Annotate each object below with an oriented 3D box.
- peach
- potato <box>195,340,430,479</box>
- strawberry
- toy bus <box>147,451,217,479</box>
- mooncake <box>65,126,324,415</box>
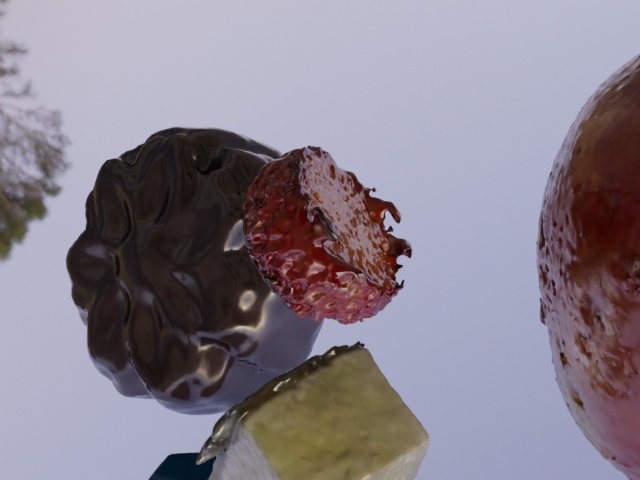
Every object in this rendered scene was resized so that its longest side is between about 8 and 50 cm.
[{"bbox_3d":[0.324,0.022,0.786,0.353,0.416,0.339,35,-116,17],"label":"peach"},{"bbox_3d":[-0.006,0.101,0.443,0.086,0.122,0.061,-29,-117,-29],"label":"potato"},{"bbox_3d":[0.000,0.000,0.806,0.086,0.145,0.145,-41,-155,21],"label":"strawberry"},{"bbox_3d":[-0.063,0.237,0.930,0.185,0.106,0.090,-10,-154,31],"label":"toy bus"},{"bbox_3d":[-0.127,0.028,1.044,0.283,0.282,0.141,3,176,38],"label":"mooncake"}]
